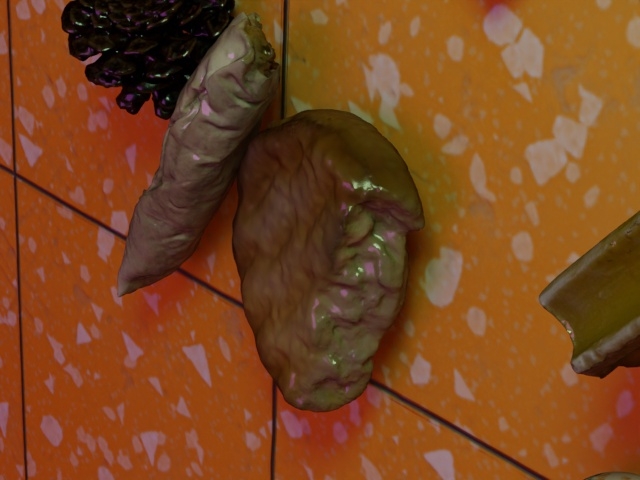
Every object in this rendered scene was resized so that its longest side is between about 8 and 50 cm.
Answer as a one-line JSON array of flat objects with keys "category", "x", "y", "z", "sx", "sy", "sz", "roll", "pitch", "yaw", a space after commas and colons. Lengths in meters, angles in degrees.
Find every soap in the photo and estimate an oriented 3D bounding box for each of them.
[{"category": "soap", "x": 0.276, "y": -0.008, "z": 1.074, "sx": 0.257, "sy": 0.160, "sz": 0.080, "roll": -45, "pitch": 66, "yaw": 48}]

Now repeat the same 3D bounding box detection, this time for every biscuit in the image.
[{"category": "biscuit", "x": 0.001, "y": 0.000, "z": 1.480, "sx": 0.213, "sy": 0.091, "sz": 0.274, "roll": 59, "pitch": 147, "yaw": 35}]

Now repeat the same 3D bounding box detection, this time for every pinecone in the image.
[{"category": "pinecone", "x": -0.154, "y": -0.188, "z": 1.569, "sx": 0.163, "sy": 0.163, "sz": 0.165, "roll": 45, "pitch": 161, "yaw": 33}]

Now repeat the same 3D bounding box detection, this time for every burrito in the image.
[{"category": "burrito", "x": -0.113, "y": -0.076, "z": 1.576, "sx": 0.076, "sy": 0.117, "sz": 0.392, "roll": 33, "pitch": 141, "yaw": 1}]

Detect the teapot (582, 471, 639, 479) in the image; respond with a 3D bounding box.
[{"category": "teapot", "x": 0.233, "y": 0.248, "z": 1.282, "sx": 0.226, "sy": 0.092, "sz": 0.145, "roll": -37, "pitch": 71, "yaw": 53}]
